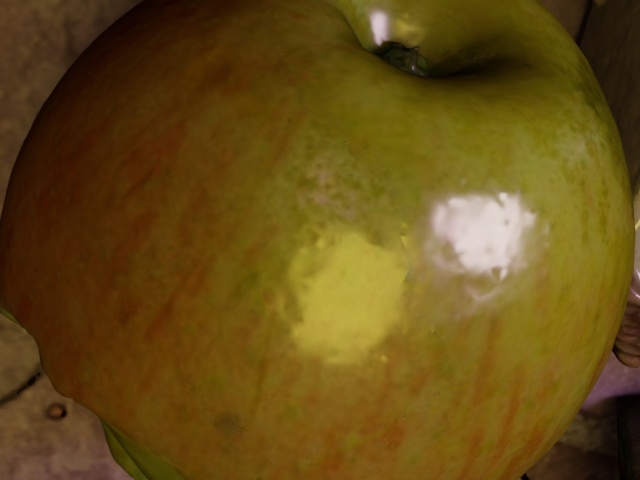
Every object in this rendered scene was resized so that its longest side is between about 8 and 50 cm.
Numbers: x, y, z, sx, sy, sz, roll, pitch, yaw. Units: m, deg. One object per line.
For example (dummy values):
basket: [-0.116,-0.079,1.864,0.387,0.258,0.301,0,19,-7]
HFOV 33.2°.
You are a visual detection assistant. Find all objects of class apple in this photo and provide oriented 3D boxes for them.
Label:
apple: [0.000,0.000,0.588,0.340,0.339,0.339,-4,112,-9]

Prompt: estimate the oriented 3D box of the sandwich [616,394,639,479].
sandwich: [0.282,0.238,0.817,0.109,0.292,0.212,2,152,8]

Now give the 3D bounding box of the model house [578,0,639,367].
model house: [0.302,-0.028,0.687,0.321,0.261,0.266,15,110,-12]

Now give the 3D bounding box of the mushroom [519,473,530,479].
mushroom: [0.090,0.267,0.812,0.164,0.189,0.267,-29,129,24]
